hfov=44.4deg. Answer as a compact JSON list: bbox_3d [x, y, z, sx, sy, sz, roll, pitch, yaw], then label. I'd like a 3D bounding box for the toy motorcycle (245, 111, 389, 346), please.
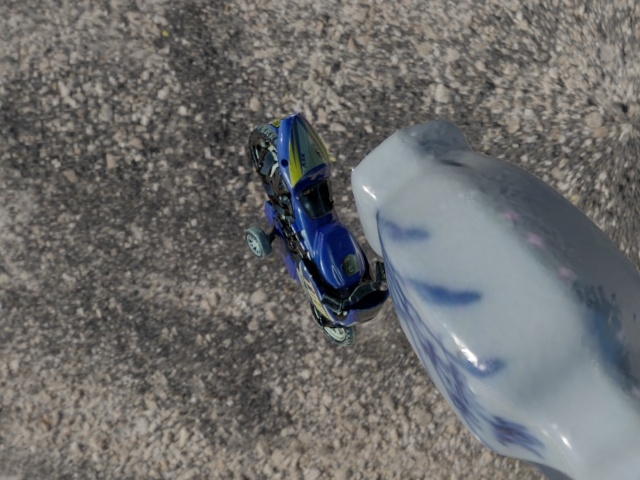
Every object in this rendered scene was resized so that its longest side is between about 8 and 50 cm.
[{"bbox_3d":[0.000,0.000,0.927,0.168,0.113,0.316,13,128,57],"label":"toy motorcycle"}]

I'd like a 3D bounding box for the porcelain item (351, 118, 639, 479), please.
[{"bbox_3d":[0.183,0.071,0.748,0.178,0.243,0.405,-30,55,-8],"label":"porcelain item"}]
